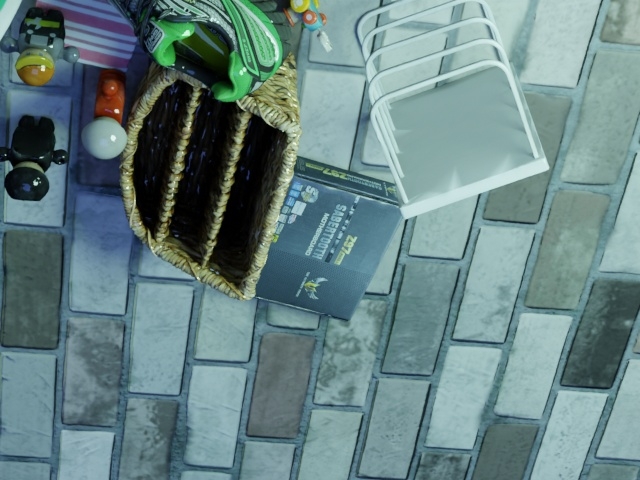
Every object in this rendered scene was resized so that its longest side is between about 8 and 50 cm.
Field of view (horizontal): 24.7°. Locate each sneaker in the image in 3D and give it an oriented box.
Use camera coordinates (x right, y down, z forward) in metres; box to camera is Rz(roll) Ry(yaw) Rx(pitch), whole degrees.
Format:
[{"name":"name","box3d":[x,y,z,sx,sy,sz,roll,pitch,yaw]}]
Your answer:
[{"name":"sneaker","box3d":[-0.195,-0.305,1.794,0.343,0.146,0.134,35,129,-5]}]

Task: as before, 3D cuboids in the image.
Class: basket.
[{"name":"basket","box3d":[-0.161,-0.106,1.964,0.213,0.223,0.299,11,125,-13]}]

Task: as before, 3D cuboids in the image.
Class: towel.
[{"name":"towel","box3d":[-0.299,-0.317,1.921,0.144,0.029,0.197,14,126,-14]}]

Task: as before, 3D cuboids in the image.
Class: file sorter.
[{"name":"file sorter","box3d":[0.159,-0.196,1.895,0.193,0.277,0.173,-19,121,9]}]

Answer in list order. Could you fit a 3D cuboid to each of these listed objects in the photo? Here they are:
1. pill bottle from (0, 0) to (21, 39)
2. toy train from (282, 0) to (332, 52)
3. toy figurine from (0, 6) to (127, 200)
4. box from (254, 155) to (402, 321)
[{"name":"pill bottle","box3d":[-0.559,-0.345,1.768,0.361,0.204,0.204,37,116,-26]},{"name":"toy train","box3d":[-0.046,-0.313,1.884,0.046,0.125,0.166,-25,128,16]},{"name":"toy figurine","box3d":[-0.374,-0.174,1.922,0.213,0.148,0.209,-24,130,21]},{"name":"box","box3d":[0.000,0.000,2.154,0.183,0.059,0.232,16,124,-17]}]
